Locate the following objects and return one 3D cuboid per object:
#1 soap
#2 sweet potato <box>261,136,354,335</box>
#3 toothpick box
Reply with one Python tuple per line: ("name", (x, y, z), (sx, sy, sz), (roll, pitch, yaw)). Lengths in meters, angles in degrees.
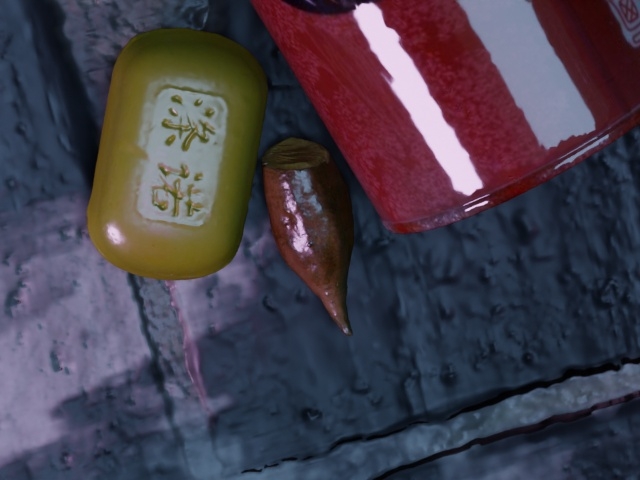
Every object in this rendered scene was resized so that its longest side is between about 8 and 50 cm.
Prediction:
("soap", (-0.078, -0.047, 1.065), (0.089, 0.045, 0.140), (10, 94, -9))
("sweet potato", (0.000, 0.000, 1.086), (0.049, 0.049, 0.117), (-19, 103, -9))
("toothpick box", (0.036, -0.195, 0.994), (0.204, 0.204, 0.333), (-33, 102, -7))
